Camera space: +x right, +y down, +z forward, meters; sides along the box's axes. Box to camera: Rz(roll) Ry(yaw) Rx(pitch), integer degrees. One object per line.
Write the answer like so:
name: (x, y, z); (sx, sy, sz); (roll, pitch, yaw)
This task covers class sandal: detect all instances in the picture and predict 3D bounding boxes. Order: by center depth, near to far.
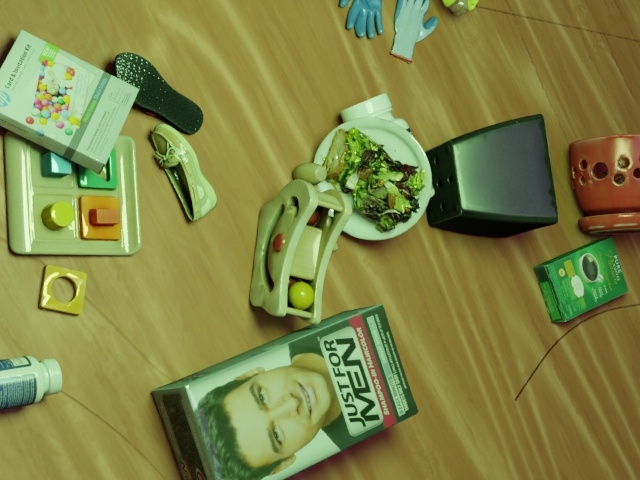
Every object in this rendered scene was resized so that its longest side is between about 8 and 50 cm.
sandal: (-0.251, -0.216, 1.937); (0.179, 0.040, 0.067); (38, 67, -39)

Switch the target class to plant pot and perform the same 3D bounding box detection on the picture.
plant pot: (0.275, -0.102, 2.187); (0.167, 0.188, 0.187); (-5, 84, -23)
plant pot: (0.557, -0.101, 2.364); (0.191, 0.191, 0.174); (2, 83, -34)

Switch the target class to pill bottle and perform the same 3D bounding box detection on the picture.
pill bottle: (-0.413, 0.191, 1.728); (0.120, 0.067, 0.067); (-7, 85, -34)
pill bottle: (0.104, -0.140, 2.112); (0.112, 0.112, 0.186); (-26, 95, -35)

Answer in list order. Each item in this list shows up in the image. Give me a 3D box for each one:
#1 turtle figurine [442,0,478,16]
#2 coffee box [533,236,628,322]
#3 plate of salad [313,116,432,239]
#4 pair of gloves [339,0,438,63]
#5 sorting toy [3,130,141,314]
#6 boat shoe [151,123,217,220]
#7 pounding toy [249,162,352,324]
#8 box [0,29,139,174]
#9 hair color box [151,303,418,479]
turtle figurine: (0.180, -0.475, 2.213); (0.217, 0.087, 0.269); (34, 21, -35)
coffee box: (0.482, 0.072, 2.370); (0.184, 0.040, 0.113); (-22, 94, -34)
plate of salad: (0.078, -0.096, 2.044); (0.199, 0.200, 0.048); (68, 21, -4)
pair of gloves: (0.122, -0.400, 2.227); (0.198, 0.023, 0.159); (23, 69, -28)
sorting toy: (-0.346, -0.069, 1.833); (0.196, 0.047, 0.347); (0, 81, -34)
boat shoe: (-0.211, -0.103, 1.928); (0.048, 0.056, 0.153); (-41, 112, -37)
pounding toy: (0.000, 0.000, 1.989); (0.155, 0.154, 0.269); (15, 73, -31)
box: (-0.367, -0.195, 1.812); (0.186, 0.038, 0.145); (26, 56, -12)
hair color box: (-0.046, 0.244, 1.937); (0.375, 0.114, 0.185); (-20, 93, -34)
